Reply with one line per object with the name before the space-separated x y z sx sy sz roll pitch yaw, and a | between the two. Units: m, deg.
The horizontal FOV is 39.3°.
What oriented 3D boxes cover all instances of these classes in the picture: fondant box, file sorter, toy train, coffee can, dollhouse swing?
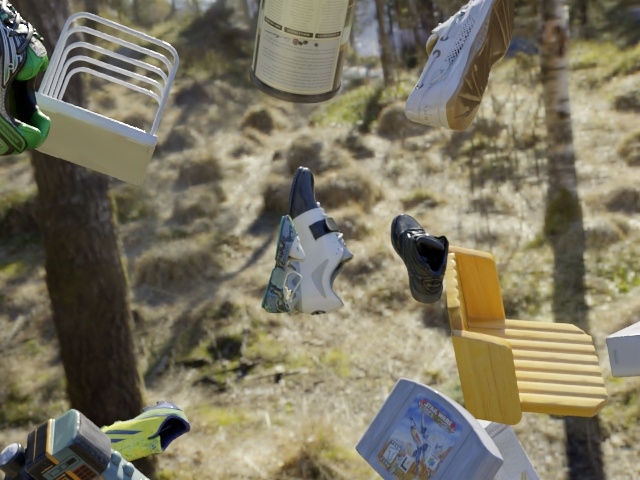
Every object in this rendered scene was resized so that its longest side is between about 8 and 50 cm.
fondant box | 0.387 0.526 2.089 0.096 0.238 0.330 -31 6 -13
file sorter | -0.349 -0.226 1.463 0.192 0.173 0.277 19 -13 -12
toy train | -0.417 0.453 1.610 0.190 0.334 0.142 -34 29 7
coffee can | -0.034 -0.457 1.882 0.201 0.275 0.201 7 38 -6
dollhouse swing | 0.449 0.194 1.971 0.305 0.315 0.347 -9 30 11

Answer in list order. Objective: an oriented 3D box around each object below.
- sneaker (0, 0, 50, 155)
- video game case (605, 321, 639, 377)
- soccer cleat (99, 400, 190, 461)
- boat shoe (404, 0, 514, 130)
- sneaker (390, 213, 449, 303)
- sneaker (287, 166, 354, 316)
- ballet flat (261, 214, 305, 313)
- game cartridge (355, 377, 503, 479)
sneaker | -0.422 -0.276 1.154 0.146 0.344 0.134 0 23 10
video game case | 0.545 0.127 1.195 0.244 0.061 0.269 -11 -3 35
soccer cleat | -0.434 0.473 2.091 0.289 0.093 0.121 -28 42 -36
boat shoe | 0.186 -0.261 1.195 0.096 0.098 0.277 9 52 29
sneaker | 0.205 0.005 1.816 0.087 0.130 0.227 0 44 -12
sneaker | 0.000 0.000 1.962 0.146 0.331 0.122 -2 -9 6
ballet flat | -0.061 0.048 1.699 0.070 0.188 0.070 12 0 0
game cartridge | 0.198 0.384 1.664 0.062 0.198 0.297 27 4 -35
